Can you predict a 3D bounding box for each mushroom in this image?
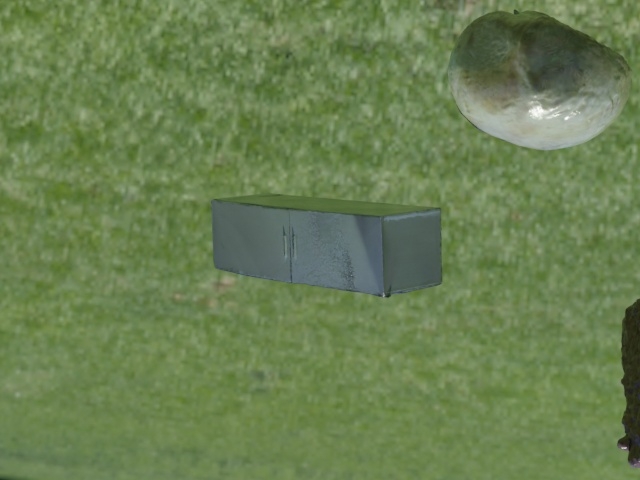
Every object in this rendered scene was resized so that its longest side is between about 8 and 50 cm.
[{"bbox_3d":[0.319,-0.237,1.697,0.267,0.190,0.164,32,179,3],"label":"mushroom"}]

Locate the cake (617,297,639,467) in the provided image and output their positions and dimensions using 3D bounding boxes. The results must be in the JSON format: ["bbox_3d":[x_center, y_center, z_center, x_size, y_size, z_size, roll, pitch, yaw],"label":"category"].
[{"bbox_3d":[0.303,0.095,0.806,0.147,0.135,0.134,13,149,-10],"label":"cake"}]

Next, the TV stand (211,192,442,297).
[{"bbox_3d":[0.000,0.000,1.189,0.088,0.083,0.269,-7,-171,-40],"label":"TV stand"}]
